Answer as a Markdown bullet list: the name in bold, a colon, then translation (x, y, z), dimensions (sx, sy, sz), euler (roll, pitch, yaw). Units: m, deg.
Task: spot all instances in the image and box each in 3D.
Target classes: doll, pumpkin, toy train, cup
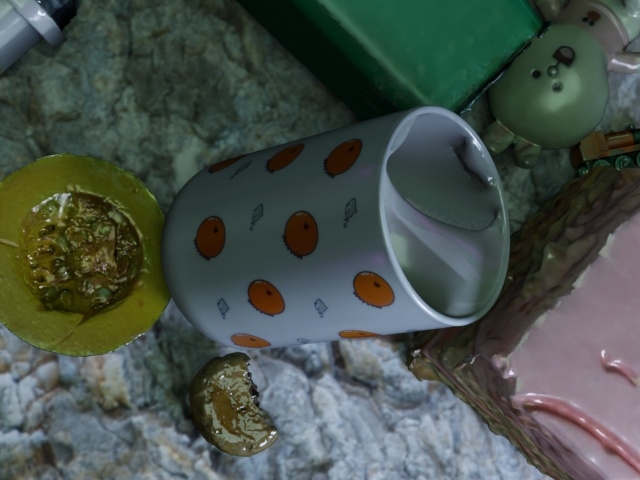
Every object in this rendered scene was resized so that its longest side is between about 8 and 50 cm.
- **doll**: translation (0.280, -0.197, 1.740), dimensions (0.155, 0.113, 0.275), euler (32, 87, 10)
- **pumpkin**: translation (-0.259, 0.025, 1.630), dimensions (0.217, 0.110, 0.217), euler (4, 73, -12)
- **toy train**: translation (0.338, -0.100, 1.777), dimensions (0.103, 0.044, 0.064), euler (-11, 76, -14)
- **cup**: translation (0.000, 0.000, 1.555), dimensions (0.212, 0.317, 0.212), euler (17, 68, -48)

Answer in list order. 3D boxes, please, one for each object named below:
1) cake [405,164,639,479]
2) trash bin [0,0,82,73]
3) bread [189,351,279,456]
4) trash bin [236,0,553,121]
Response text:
- **cake**: translation (0.306, 0.102, 1.625), dimensions (0.293, 0.307, 0.314), euler (41, 80, -8)
- **trash bin**: translation (-0.456, -0.219, 1.539), dimensions (0.367, 0.256, 0.296), euler (-45, 97, -2)
- **bread**: translation (-0.099, 0.180, 1.668), dimensions (0.082, 0.060, 0.113), euler (-18, 89, -12)
- **trash bin**: translation (0.021, -0.283, 1.620), dimensions (0.295, 0.259, 0.381), euler (-44, 98, -10)
